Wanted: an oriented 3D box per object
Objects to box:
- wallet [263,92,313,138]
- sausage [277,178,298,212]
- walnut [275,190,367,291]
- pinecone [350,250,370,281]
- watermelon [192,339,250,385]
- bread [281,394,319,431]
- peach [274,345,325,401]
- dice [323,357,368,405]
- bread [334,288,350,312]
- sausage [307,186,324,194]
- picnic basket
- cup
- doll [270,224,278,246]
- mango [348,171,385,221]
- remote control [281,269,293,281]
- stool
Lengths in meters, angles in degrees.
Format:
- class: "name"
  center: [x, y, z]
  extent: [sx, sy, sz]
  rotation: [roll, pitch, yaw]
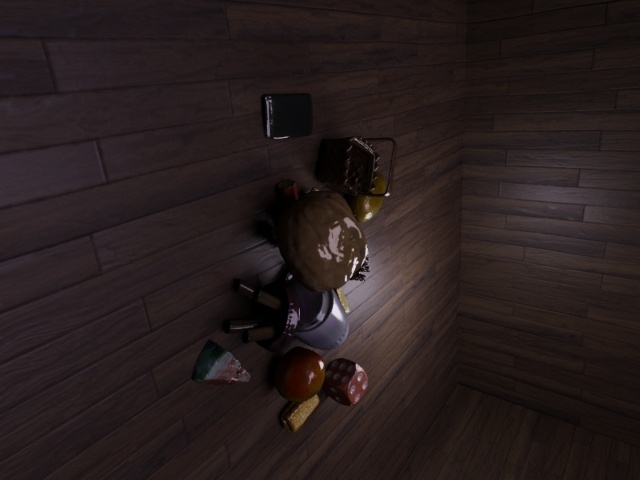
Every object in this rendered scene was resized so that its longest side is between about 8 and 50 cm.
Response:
- class: "wallet"
  center: [-0.126, -0.489, 1.683]
  extent: [0.245, 0.052, 0.169]
  rotation: [-19, 113, -45]
- class: "sausage"
  center: [-0.111, -0.115, 1.766]
  extent: [0.083, 0.083, 0.264]
  rotation: [-40, 129, -40]
- class: "walnut"
  center: [0.000, 0.000, 1.631]
  extent: [0.381, 0.381, 0.382]
  rotation: [-17, 112, -50]
- class: "pinecone"
  center: [0.155, 0.096, 2.092]
  extent: [0.185, 0.168, 0.213]
  rotation: [136, -48, -82]
- class: "watermelon"
  center: [-0.353, 0.486, 1.599]
  extent: [0.154, 0.094, 0.241]
  rotation: [-60, 142, -14]
- class: "bread"
  center: [-0.096, 0.778, 1.997]
  extent: [0.211, 0.083, 0.114]
  rotation: [-41, 124, -40]
- class: "peach"
  center: [-0.087, 0.573, 1.852]
  extent: [0.231, 0.230, 0.231]
  rotation: [-17, 112, -50]
- class: "dice"
  center: [0.124, 0.722, 2.197]
  extent: [0.174, 0.174, 0.179]
  rotation: [-51, 136, -31]
- class: "bread"
  center: [0.113, 0.299, 2.159]
  extent: [0.084, 0.080, 0.109]
  rotation: [8, 94, -55]
- class: "sausage"
  center: [0.004, -0.079, 1.898]
  extent: [0.134, 0.116, 0.354]
  rotation: [-31, 120, -29]
- class: "picnic basket"
  center: [0.179, -0.323, 1.906]
  extent: [0.291, 0.320, 0.255]
  rotation: [13, 84, -55]
- class: "cup"
  center: [-0.022, 0.323, 1.837]
  extent: [0.254, 0.253, 0.372]
  rotation: [-63, 152, -21]
- class: "doll"
  center: [-0.157, -0.004, 1.751]
  extent: [0.143, 0.057, 0.099]
  rotation: [55, 35, -45]
- class: "mango"
  center: [0.236, -0.231, 2.155]
  extent: [0.332, 0.142, 0.195]
  rotation: [-64, 146, -31]
- class: "remote control"
  center: [-0.158, 0.196, 1.819]
  extent: [0.212, 0.028, 0.059]
  rotation: [-58, 142, -25]
- class: "stool"
  center: [-0.218, 0.269, 1.591]
  extent: [0.178, 0.272, 0.272]
  rotation: [16, 85, -37]
